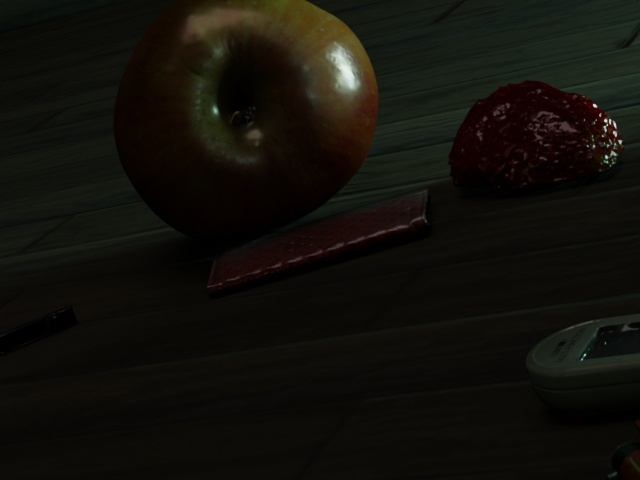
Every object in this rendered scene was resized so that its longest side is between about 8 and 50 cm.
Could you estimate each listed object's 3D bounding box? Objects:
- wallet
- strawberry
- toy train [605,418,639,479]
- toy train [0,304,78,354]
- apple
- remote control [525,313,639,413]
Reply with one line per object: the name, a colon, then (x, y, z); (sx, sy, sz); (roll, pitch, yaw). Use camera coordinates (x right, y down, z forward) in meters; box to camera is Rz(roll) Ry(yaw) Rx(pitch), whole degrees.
wallet: (0.000, 0.000, 1.572); (0.197, 0.020, 0.103); (-16, 15, 7)
strawberry: (0.184, -0.087, 1.584); (0.146, 0.082, 0.187); (-31, 24, -20)
toy train: (0.179, 0.117, 0.924); (0.064, 0.044, 0.103); (-29, 16, 1)
toy train: (-0.251, 0.078, 1.590); (0.083, 0.017, 0.017); (-22, 14, -16)
apple: (-0.070, -0.109, 1.678); (0.242, 0.242, 0.241); (-19, -5, -3)
remote control: (0.224, 0.065, 1.053); (0.221, 0.042, 0.078); (-11, 18, 29)
